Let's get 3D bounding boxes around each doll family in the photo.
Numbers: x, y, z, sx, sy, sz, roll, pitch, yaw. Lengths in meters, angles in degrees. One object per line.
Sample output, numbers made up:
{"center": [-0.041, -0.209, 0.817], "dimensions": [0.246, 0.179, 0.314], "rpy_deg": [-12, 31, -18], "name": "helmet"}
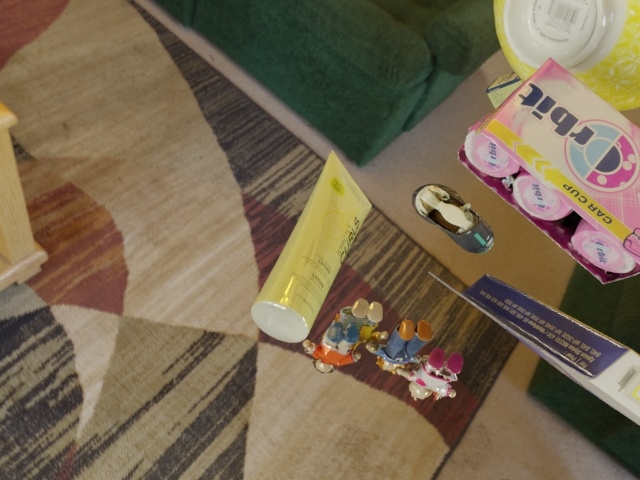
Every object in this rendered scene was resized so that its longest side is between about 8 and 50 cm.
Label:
{"center": [0.104, 0.173, 0.881], "dimensions": [0.262, 0.163, 0.118], "rpy_deg": [17, 54, -3], "name": "doll family"}

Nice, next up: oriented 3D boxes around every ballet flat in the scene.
{"center": [0.203, -0.052, 0.870], "dimensions": [0.074, 0.074, 0.203], "rpy_deg": [-6, 33, -25], "name": "ballet flat"}

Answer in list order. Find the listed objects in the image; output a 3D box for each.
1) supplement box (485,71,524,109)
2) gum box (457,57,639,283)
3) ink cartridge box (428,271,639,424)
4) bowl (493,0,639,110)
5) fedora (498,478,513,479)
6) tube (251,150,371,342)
{"center": [0.419, -0.314, 1.147], "dimensions": [0.056, 0.083, 0.083], "rpy_deg": [-46, 111, -31], "name": "supplement box"}
{"center": [0.230, -0.066, 0.486], "dimensions": [0.188, 0.062, 0.107], "rpy_deg": [43, 74, 7], "name": "gum box"}
{"center": [0.330, 0.140, 0.715], "dimensions": [0.307, 0.303, 0.072], "rpy_deg": [37, 93, -17], "name": "ink cartridge box"}
{"center": [0.302, -0.268, 0.604], "dimensions": [0.156, 0.289, 0.289], "rpy_deg": [-30, 73, -29], "name": "bowl"}
{"center": [0.274, 0.453, 0.785], "dimensions": [0.124, 0.243, 0.276], "rpy_deg": [-35, 120, -43], "name": "fedora"}
{"center": [0.000, 0.000, 0.589], "dimensions": [0.062, 0.070, 0.240], "rpy_deg": [17, 46, 11], "name": "tube"}
